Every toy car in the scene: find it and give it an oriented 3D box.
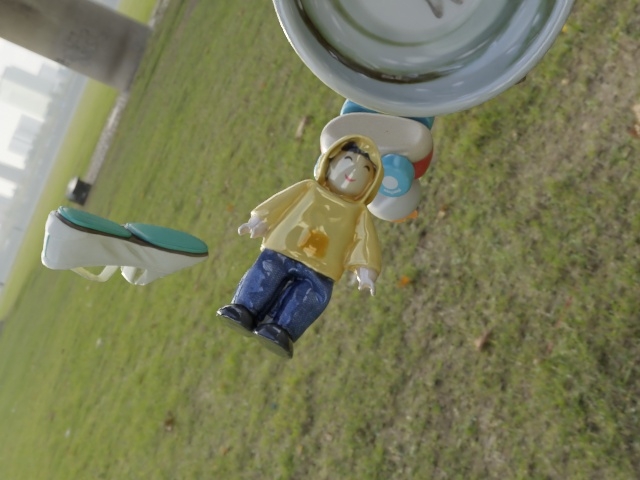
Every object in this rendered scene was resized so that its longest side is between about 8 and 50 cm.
[{"bbox_3d":[0.112,-0.118,1.569,0.219,0.210,0.238,-67,-23,-43],"label":"toy car"}]

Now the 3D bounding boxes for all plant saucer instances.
[{"bbox_3d":[0.132,-0.366,1.070,0.400,0.401,0.100,-61,13,19],"label":"plant saucer"}]

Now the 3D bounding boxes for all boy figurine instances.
[{"bbox_3d":[0.000,0.000,0.973,0.285,0.177,0.092,-57,-8,-16],"label":"boy figurine"}]

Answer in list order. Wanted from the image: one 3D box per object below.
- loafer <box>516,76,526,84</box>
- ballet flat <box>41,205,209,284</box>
[{"bbox_3d":[0.261,-0.285,1.229,0.050,0.056,0.148,74,173,-48],"label":"loafer"},{"bbox_3d":[-0.400,0.026,1.678,0.139,0.400,0.139,-7,78,34],"label":"ballet flat"}]
